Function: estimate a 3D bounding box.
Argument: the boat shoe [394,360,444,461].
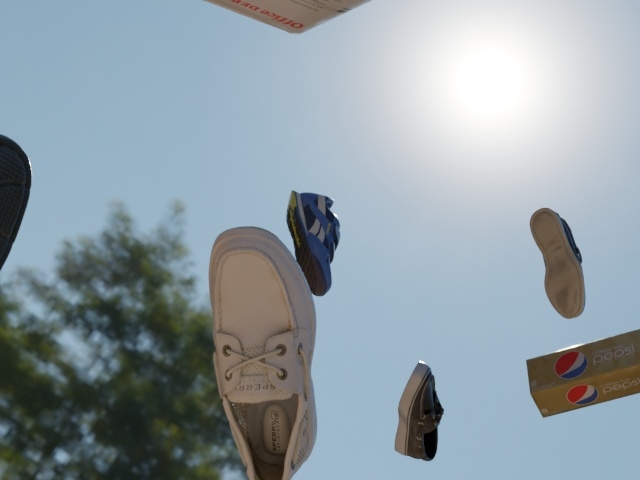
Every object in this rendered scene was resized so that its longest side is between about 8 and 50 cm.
[{"bbox_3d":[0.101,0.168,1.347,0.040,0.049,0.142,22,-36,15],"label":"boat shoe"}]

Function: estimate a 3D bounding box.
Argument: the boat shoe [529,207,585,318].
[{"bbox_3d":[0.257,0.025,1.466,0.046,0.125,0.038,-30,-26,27],"label":"boat shoe"}]

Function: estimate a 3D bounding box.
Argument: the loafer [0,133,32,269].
[{"bbox_3d":[-0.297,0.037,0.936,0.084,0.268,0.096,15,-19,40],"label":"loafer"}]

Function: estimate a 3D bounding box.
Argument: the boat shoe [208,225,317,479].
[{"bbox_3d":[-0.053,0.122,1.319,0.098,0.096,0.277,-5,-63,12],"label":"boat shoe"}]

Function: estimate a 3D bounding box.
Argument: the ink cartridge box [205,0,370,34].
[{"bbox_3d":[-0.012,-0.386,1.809,0.198,0.115,0.273,15,-21,-39],"label":"ink cartridge box"}]

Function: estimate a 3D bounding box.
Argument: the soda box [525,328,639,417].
[{"bbox_3d":[0.363,0.170,1.786,0.181,0.061,0.058,-18,-49,18],"label":"soda box"}]

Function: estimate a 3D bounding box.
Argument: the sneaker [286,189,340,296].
[{"bbox_3d":[0.000,0.000,1.615,0.059,0.144,0.053,0,-35,-19],"label":"sneaker"}]
